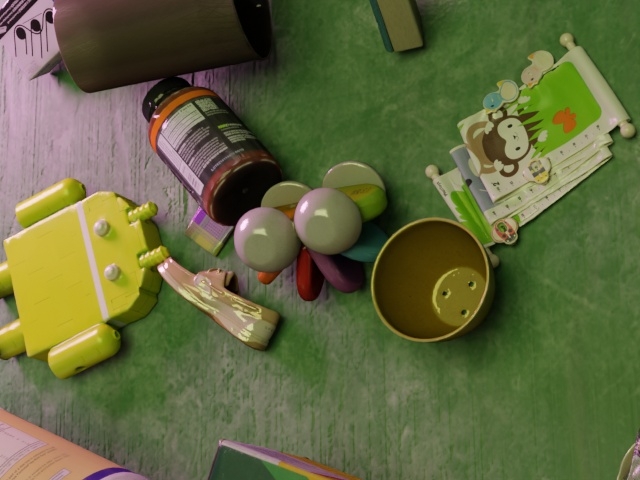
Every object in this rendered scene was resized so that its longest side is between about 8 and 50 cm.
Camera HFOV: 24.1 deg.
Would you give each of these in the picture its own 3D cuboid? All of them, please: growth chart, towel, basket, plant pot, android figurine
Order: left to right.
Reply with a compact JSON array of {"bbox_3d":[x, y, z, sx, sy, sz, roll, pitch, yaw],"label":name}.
[{"bbox_3d":[-0.304,0.042,1.868,0.273,0.056,0.248,-24,66,21],"label":"android figurine"},{"bbox_3d":[-0.190,-0.265,1.792,0.227,0.204,0.154,-13,106,12],"label":"basket"},{"bbox_3d":[-0.124,-0.028,1.819,0.060,0.009,0.083,35,94,30],"label":"towel"},{"bbox_3d":[0.134,0.052,1.613,0.134,0.095,0.134,-7,73,25],"label":"plant pot"},{"bbox_3d":[0.227,-0.105,1.653,0.237,0.021,0.172,-43,60,10],"label":"growth chart"}]

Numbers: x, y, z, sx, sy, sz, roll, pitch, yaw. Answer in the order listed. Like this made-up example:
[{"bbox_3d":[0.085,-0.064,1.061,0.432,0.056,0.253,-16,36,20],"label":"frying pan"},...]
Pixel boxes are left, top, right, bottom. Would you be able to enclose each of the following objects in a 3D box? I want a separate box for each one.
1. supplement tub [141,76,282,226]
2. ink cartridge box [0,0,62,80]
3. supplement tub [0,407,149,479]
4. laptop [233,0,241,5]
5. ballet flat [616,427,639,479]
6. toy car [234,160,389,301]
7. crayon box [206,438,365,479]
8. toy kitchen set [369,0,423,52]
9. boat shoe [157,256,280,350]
[{"bbox_3d":[-0.136,-0.113,1.791,0.106,0.106,0.198,-47,55,9],"label":"supplement tub"},{"bbox_3d":[-0.334,-0.303,1.926,0.207,0.046,0.097,-36,90,36],"label":"ink cartridge box"},{"bbox_3d":[-0.361,0.326,1.701,0.331,0.241,0.241,20,86,27],"label":"supplement tub"},{"bbox_3d":[-0.194,-0.409,1.889,0.234,0.136,0.264,-38,62,14],"label":"laptop"},{"bbox_3d":[0.316,0.262,1.488,0.070,0.070,0.188,21,84,30],"label":"ballet flat"},{"bbox_3d":[0.000,0.000,1.685,0.182,0.159,0.136,-17,103,22],"label":"toy car"},{"bbox_3d":[0.062,0.296,1.520,0.319,0.202,0.081,15,84,31],"label":"crayon box"},{"bbox_3d":[0.023,-0.323,1.771,0.166,0.122,0.207,-11,49,12],"label":"toy kitchen set"},{"bbox_3d":[-0.116,0.063,1.763,0.170,0.063,0.059,35,91,21],"label":"boat shoe"}]
